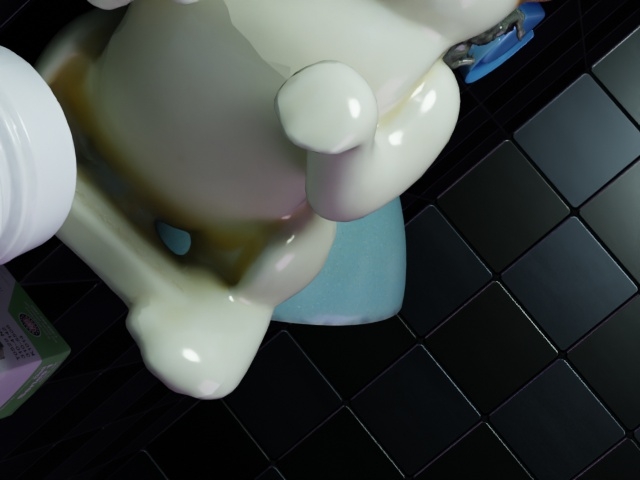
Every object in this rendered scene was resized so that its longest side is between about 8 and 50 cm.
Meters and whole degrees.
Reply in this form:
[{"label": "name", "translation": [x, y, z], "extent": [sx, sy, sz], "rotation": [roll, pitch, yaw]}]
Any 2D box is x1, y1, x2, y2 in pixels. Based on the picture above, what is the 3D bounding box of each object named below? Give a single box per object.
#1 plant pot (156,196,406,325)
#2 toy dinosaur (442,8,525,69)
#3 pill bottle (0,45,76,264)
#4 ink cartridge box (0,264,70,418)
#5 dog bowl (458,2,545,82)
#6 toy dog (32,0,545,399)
[{"label": "plant pot", "translation": [-0.040, -0.052, 1.376], "extent": [0.290, 0.290, 0.195], "rotation": [-22, 124, -65]}, {"label": "toy dinosaur", "translation": [0.157, -0.216, 1.226], "extent": [0.118, 0.064, 0.268], "rotation": [-29, 171, -37]}, {"label": "pill bottle", "translation": [-0.279, -0.018, 0.719], "extent": [0.161, 0.161, 0.283], "rotation": [-46, 170, 37]}, {"label": "ink cartridge box", "translation": [-0.319, 0.071, 1.027], "extent": [0.092, 0.160, 0.219], "rotation": [-43, 172, 15]}, {"label": "dog bowl", "translation": [0.284, -0.339, 1.803], "extent": [0.297, 0.074, 0.166], "rotation": [-44, 171, 26]}, {"label": "toy dog", "translation": [0.004, -0.145, 0.904], "extent": [0.408, 0.284, 0.395], "rotation": [-47, 170, 30]}]
